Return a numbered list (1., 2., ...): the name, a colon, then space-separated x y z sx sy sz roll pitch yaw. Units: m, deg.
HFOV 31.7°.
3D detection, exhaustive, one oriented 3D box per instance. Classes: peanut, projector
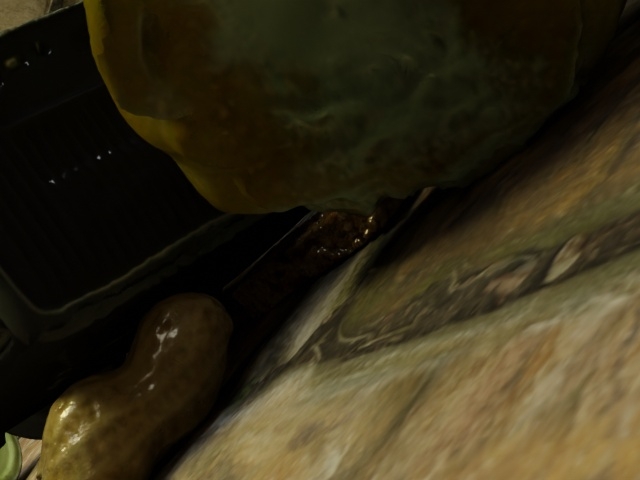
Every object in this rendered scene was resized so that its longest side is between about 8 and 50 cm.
1. peanut: -0.131 0.116 0.789 0.193 0.089 0.089 -50 10 -22
2. projector: -0.202 -0.020 0.984 0.395 0.242 0.405 -32 -4 -37

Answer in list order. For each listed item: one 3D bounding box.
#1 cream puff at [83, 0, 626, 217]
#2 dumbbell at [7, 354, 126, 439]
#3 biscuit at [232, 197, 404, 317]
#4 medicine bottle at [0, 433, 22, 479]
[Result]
1. cream puff: 0.012 -0.213 0.699 0.378 0.378 0.275 -40 26 33
2. dumbbell: -0.293 0.092 1.323 0.185 0.185 0.388 -43 10 17
3. biscuit: 0.000 0.000 0.883 0.199 0.034 0.064 -37 12 46
4. medicine bottle: -0.442 0.272 1.309 0.143 0.147 0.147 -43 9 24
